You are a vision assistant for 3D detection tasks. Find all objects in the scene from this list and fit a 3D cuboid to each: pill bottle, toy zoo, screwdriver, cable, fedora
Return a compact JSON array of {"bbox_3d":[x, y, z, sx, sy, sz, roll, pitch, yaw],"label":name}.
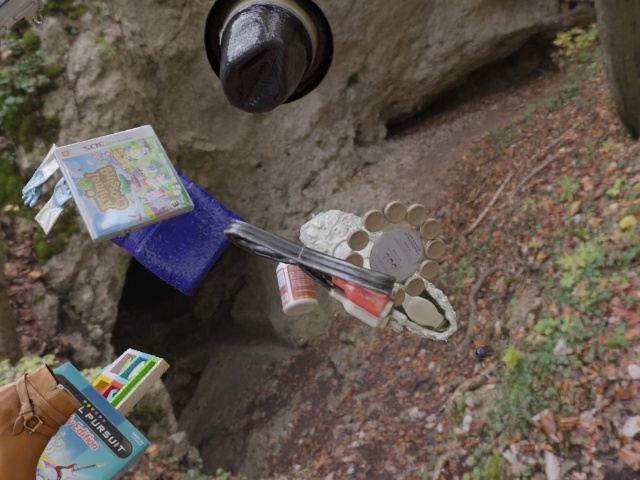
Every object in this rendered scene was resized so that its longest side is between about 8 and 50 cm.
[{"bbox_3d":[-0.085,0.139,1.828,0.121,0.216,0.121,-10,-27,-5],"label":"pill bottle"},{"bbox_3d":[-0.525,0.372,1.380,0.293,0.030,0.192,-6,37,51],"label":"toy zoo"},{"bbox_3d":[0.337,0.216,1.029,0.024,0.025,0.170,26,6,36],"label":"screwdriver"},{"bbox_3d":[-0.010,0.047,0.726,0.287,0.072,0.139,21,-11,2],"label":"cable"},{"bbox_3d":[-0.128,-0.401,1.197,0.333,0.334,0.153,-9,52,26],"label":"fedora"}]

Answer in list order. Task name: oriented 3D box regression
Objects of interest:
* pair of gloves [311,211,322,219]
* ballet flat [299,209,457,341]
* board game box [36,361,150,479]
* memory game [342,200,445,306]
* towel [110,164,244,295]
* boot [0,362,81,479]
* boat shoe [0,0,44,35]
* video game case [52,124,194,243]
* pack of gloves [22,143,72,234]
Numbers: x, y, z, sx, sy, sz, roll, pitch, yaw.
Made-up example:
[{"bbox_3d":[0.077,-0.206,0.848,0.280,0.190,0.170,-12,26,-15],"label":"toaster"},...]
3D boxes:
[{"bbox_3d":[0.000,0.000,1.656,0.023,0.198,0.159,-7,20,-12],"label":"pair of gloves"},{"bbox_3d":[0.140,0.078,1.121,0.147,0.408,0.147,-50,15,18],"label":"ballet flat"},{"bbox_3d":[-0.531,0.408,0.984,0.079,0.253,0.336,-55,-10,29],"label":"board game box"},{"bbox_3d":[0.122,0.023,0.871,0.186,0.186,0.012,-20,24,-10],"label":"memory game"},{"bbox_3d":[-0.359,-0.045,1.241,0.228,0.308,0.076,-53,-2,-8],"label":"towel"},{"bbox_3d":[-0.426,0.299,0.795,0.152,0.197,0.073,-36,7,-23],"label":"boot"},{"bbox_3d":[-0.777,-0.623,1.363,0.367,0.136,0.156,-44,-15,0],"label":"boat shoe"},{"bbox_3d":[-0.375,-0.115,1.015,0.193,0.212,0.023,-23,-19,-26],"label":"video game case"},{"bbox_3d":[-0.893,-0.169,1.725,0.232,0.195,0.046,-49,-21,14],"label":"pack of gloves"}]
